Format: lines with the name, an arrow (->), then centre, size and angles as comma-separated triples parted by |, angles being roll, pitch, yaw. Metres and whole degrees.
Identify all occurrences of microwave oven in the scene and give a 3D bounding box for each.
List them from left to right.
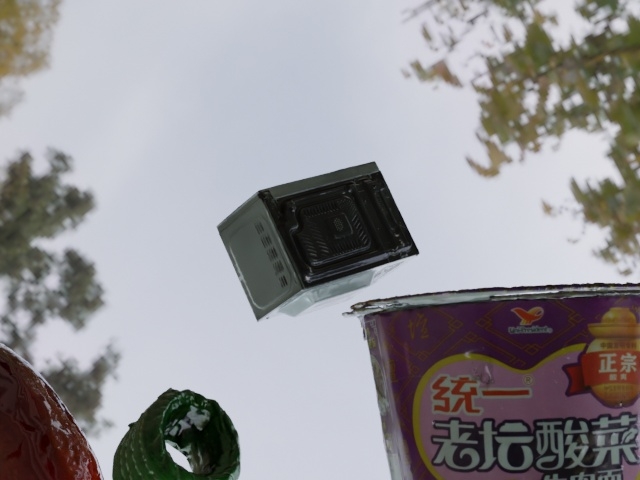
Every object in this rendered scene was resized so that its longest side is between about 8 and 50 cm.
microwave oven -> 0.000, 0.000, 1.675 | 0.208, 0.162, 0.122 | -16, 166, -40

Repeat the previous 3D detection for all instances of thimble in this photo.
thimble -> -0.139, 0.214, 1.272 | 0.090, 0.118, 0.130 | -53, -139, 34

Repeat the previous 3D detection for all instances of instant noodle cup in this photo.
instant noodle cup -> 0.193, 0.183, 1.206 | 0.340, 0.340, 0.266 | -7, -98, 38

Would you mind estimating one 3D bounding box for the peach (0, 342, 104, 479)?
peach -> -0.190, 0.126, 0.623 | 0.279, 0.068, 0.189 | 40, -127, 24
